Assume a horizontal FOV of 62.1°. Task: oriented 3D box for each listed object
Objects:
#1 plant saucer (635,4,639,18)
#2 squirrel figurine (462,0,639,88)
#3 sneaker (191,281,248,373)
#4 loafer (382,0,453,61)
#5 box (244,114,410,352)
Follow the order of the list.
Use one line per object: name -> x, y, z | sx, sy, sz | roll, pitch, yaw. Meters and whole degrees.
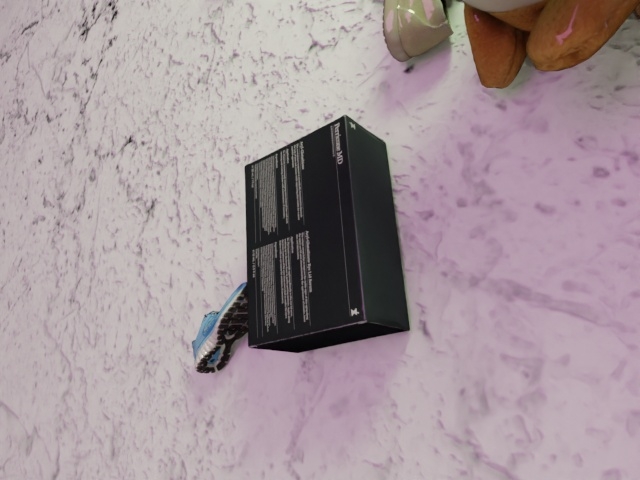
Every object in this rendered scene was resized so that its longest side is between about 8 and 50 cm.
plant saucer -> 0.358, -0.253, 0.529 | 0.083, 0.013, 0.083 | -14, 68, 36
squirrel figurine -> 0.270, -0.336, 0.420 | 0.397, 0.281, 0.370 | -54, 28, -8
sneaker -> -0.153, 0.123, 0.807 | 0.162, 0.063, 0.073 | -53, 47, 14
loafer -> 0.139, -0.371, 0.696 | 0.092, 0.102, 0.268 | 3, 92, 23
box -> 0.000, 0.000, 0.691 | 0.184, 0.103, 0.261 | -20, 64, 37
